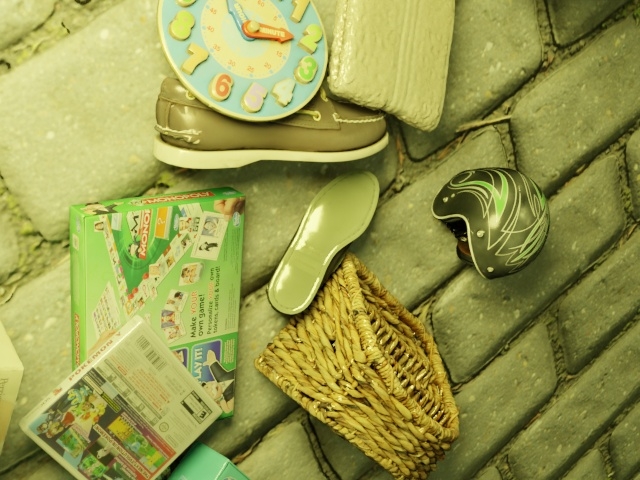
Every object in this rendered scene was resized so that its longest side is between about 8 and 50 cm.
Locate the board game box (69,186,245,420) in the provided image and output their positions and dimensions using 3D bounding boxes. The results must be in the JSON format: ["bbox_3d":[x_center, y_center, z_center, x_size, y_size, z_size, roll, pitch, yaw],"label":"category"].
[{"bbox_3d":[-0.201,0.099,1.106,0.214,0.046,0.317,-9,114,-35],"label":"board game box"}]

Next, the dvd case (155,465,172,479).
[{"bbox_3d":[-0.241,0.318,1.189,0.087,0.013,0.119,-23,123,-30],"label":"dvd case"}]

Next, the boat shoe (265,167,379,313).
[{"bbox_3d":[0.000,0.000,1.212,0.081,0.069,0.227,35,79,-2],"label":"boat shoe"}]

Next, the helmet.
[{"bbox_3d":[0.266,-0.028,1.346,0.169,0.161,0.169,-16,118,-33],"label":"helmet"}]

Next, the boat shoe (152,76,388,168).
[{"bbox_3d":[-0.047,-0.152,1.079,0.324,0.116,0.096,-7,115,-31],"label":"boat shoe"}]

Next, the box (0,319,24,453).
[{"bbox_3d":[-0.465,0.148,0.850,0.311,0.121,0.148,1,120,-38],"label":"box"}]

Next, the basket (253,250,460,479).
[{"bbox_3d":[0.097,0.194,1.271,0.223,0.213,0.299,-51,131,-9],"label":"basket"}]

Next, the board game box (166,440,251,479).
[{"bbox_3d":[-0.184,0.485,1.226,0.336,0.079,0.253,-53,133,-20],"label":"board game box"}]

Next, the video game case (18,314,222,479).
[{"bbox_3d":[-0.235,0.216,1.083,0.183,0.023,0.201,-44,131,-16],"label":"video game case"}]

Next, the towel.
[{"bbox_3d":[0.095,-0.296,1.129,0.187,0.049,0.282,14,81,-40],"label":"towel"}]

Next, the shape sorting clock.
[{"bbox_3d":[-0.083,-0.233,0.996,0.206,0.040,0.206,10,68,-27],"label":"shape sorting clock"}]

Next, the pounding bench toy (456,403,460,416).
[{"bbox_3d":[0.200,0.284,1.500,0.065,0.052,0.083,-6,112,-37],"label":"pounding bench toy"}]
